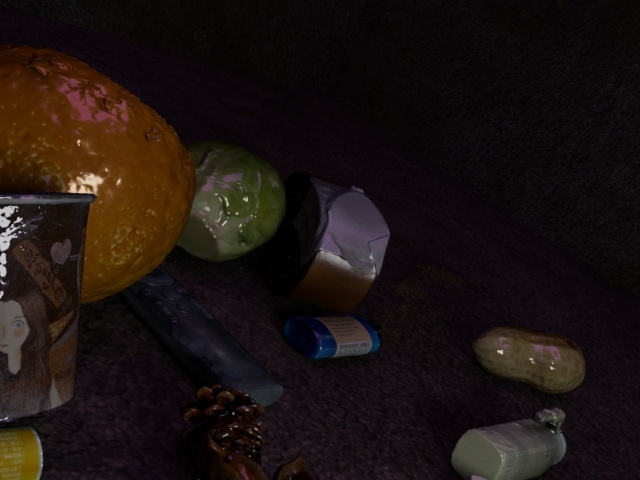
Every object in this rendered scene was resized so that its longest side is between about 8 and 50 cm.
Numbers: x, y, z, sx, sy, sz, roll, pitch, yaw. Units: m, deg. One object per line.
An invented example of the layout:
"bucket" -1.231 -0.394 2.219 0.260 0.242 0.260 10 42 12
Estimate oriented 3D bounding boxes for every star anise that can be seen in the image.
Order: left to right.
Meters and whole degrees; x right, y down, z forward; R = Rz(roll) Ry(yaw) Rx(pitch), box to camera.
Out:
"star anise" -0.040 0.289 0.782 0.214 0.099 0.220 34 15 -19

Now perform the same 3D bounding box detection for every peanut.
"peanut" 0.384 0.215 1.518 0.237 0.110 0.120 17 33 -21

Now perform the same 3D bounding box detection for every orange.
"orange" -0.336 -0.073 1.049 0.341 0.293 0.340 32 -4 2

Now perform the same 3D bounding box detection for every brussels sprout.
"brussels sprout" -0.178 -0.070 1.426 0.244 0.244 0.244 23 18 -8

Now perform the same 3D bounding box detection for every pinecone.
"pinecone" -0.102 0.211 0.902 0.102 0.102 0.109 11 26 -38

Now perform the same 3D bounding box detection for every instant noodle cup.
"instant noodle cup" -0.323 0.054 0.786 0.218 0.207 0.217 0 4 0

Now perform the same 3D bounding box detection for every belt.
"belt" 0.000 0.000 1.424 0.122 0.217 0.338 19 13 -20

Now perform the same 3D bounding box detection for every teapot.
"teapot" 0.282 0.288 1.181 0.200 0.107 0.077 6 24 -47

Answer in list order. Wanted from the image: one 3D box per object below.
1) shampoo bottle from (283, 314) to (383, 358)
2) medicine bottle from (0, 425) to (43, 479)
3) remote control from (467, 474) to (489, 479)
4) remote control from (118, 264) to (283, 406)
"shampoo bottle" 0.030 0.151 1.317 0.087 0.050 0.183 35 20 36
"medicine bottle" -0.342 0.191 0.680 0.218 0.074 0.074 7 26 -47
"remote control" 0.304 0.386 1.017 0.277 0.055 0.103 25 19 -1
"remote control" -0.203 0.104 1.155 0.107 0.044 0.377 9 24 -50
